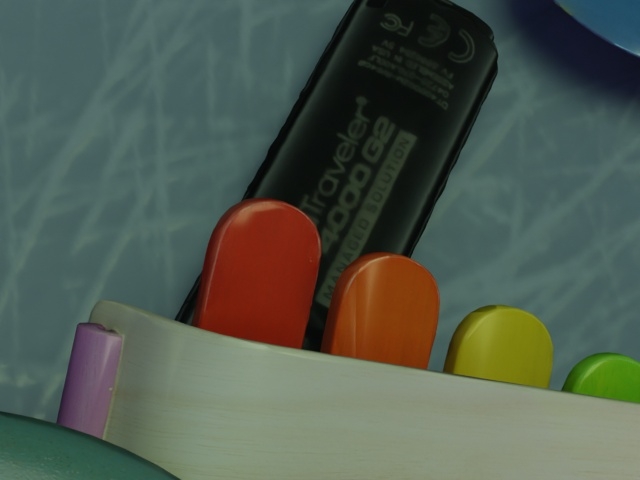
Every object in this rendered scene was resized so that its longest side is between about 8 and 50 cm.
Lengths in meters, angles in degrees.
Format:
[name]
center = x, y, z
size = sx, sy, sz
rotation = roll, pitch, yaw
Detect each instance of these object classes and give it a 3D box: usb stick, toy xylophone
[usb stick]
center = 0.000, 0.000, 0.766
size = 0.077, 0.045, 0.278
rotation = 27, 58, 1
[toy xylophone]
center = 0.049, 0.132, 0.667
size = 0.323, 0.081, 0.236
rotation = 19, 89, -20

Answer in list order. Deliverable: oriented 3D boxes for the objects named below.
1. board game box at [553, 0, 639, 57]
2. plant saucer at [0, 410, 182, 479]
[board game box]
center = 0.156, -0.138, 0.899
size = 0.133, 0.033, 0.168
rotation = 17, 49, -12
[plant saucer]
center = -0.128, 0.206, 0.546
size = 0.318, 0.044, 0.317
rotation = 1, 80, -4
